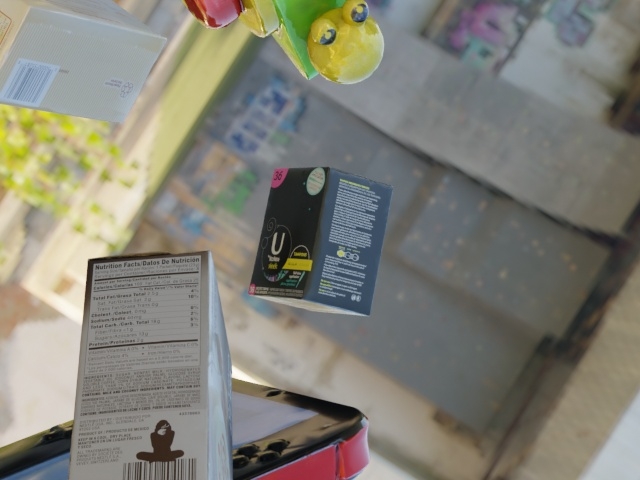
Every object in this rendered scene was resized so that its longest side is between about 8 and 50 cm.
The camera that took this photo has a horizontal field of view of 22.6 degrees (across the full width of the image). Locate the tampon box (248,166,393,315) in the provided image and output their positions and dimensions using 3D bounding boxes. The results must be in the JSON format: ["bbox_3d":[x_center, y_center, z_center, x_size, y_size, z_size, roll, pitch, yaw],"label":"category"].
[{"bbox_3d":[0.000,0.000,1.917,0.120,0.101,0.161,1,-102,54],"label":"tampon box"}]

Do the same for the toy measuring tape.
[{"bbox_3d":[-0.069,-0.218,0.886,0.121,0.330,0.121,-32,160,-13],"label":"toy measuring tape"}]

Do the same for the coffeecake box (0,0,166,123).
[{"bbox_3d":[-0.214,-0.155,1.016,0.068,0.185,0.142,-59,155,14],"label":"coffeecake box"}]

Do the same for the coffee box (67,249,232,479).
[{"bbox_3d":[-0.117,0.140,1.160,0.246,0.098,0.141,-94,179,-49],"label":"coffee box"}]

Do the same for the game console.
[{"bbox_3d":[-0.170,0.215,1.549,0.342,0.060,0.386,-14,-171,-30],"label":"game console"}]
